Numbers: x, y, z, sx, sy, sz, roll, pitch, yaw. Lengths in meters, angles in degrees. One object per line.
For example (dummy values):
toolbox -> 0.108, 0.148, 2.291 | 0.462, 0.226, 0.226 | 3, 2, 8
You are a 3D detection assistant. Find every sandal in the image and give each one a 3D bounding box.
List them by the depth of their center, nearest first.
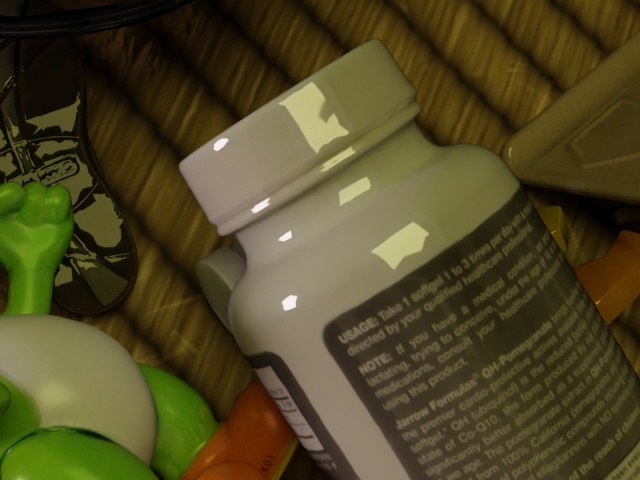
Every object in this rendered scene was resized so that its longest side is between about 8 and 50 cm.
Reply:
sandal -> -0.177, -0.055, 0.878 | 0.090, 0.060, 0.219 | -24, 87, -11

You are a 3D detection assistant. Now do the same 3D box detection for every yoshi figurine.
yoshi figurine -> -0.177, 0.043, 0.750 | 0.362, 0.203, 0.203 | 28, 65, 1

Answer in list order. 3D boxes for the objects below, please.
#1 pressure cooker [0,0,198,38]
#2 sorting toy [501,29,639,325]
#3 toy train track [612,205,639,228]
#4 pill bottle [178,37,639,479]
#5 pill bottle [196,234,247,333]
pressure cooker -> -0.190, -0.327, 0.771 | 0.376, 0.370, 0.420 | -14, 109, -43
sorting toy -> 0.231, -0.055, 0.881 | 0.307, 0.229, 0.041 | -39, 121, -21
toy train track -> 0.246, -0.023, 0.945 | 0.083, 0.014, 0.048 | -8, 69, -12
pill bottle -> 0.061, 0.059, 0.735 | 0.176, 0.176, 0.318 | -34, 95, -20
pill bottle -> 0.000, 0.000, 0.860 | 0.152, 0.086, 0.086 | -34, 76, -20
